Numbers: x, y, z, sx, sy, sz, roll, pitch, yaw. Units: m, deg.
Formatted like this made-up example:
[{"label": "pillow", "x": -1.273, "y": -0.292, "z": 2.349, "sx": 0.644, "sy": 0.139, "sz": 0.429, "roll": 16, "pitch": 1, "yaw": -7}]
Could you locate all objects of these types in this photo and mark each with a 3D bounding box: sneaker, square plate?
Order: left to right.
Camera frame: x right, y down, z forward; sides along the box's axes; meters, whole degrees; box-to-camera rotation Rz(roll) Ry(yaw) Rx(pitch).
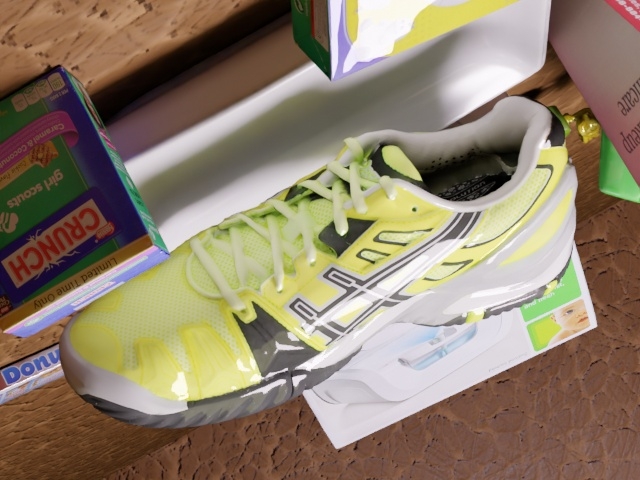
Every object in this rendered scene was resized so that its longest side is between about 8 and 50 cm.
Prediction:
[{"label": "square plate", "x": -0.008, "y": -0.085, "z": 0.951, "sx": 0.347, "sy": 0.049, "sz": 0.344, "roll": -29, "pitch": 171, "yaw": 3}, {"label": "sneaker", "x": 0.000, "y": 0.000, "z": 0.981, "sx": 0.384, "sy": 0.145, "sz": 0.147, "roll": -22, "pitch": 138, "yaw": -20}]

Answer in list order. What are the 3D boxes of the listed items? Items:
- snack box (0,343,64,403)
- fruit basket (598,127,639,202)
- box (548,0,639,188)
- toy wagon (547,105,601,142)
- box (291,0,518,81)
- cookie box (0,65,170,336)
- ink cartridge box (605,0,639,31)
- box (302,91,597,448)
[{"label": "snack box", "x": -0.264, "y": 0.122, "z": 1.364, "sx": 0.178, "sy": 0.022, "sz": 0.064, "roll": -24, "pitch": 170, "yaw": -26}, {"label": "fruit basket", "x": 0.405, "y": -0.183, "z": 1.218, "sx": 0.392, "sy": 0.283, "sz": 0.392, "roll": -53, "pitch": 153, "yaw": -43}, {"label": "box", "x": 0.261, "y": -0.120, "z": 0.977, "sx": 0.126, "sy": 0.232, "sz": 0.148, "roll": -28, "pitch": 170, "yaw": -10}, {"label": "toy wagon", "x": 0.109, "y": -0.049, "z": 1.407, "sx": 0.344, "sy": 0.068, "sz": 0.267, "roll": -30, "pitch": 170, "yaw": 6}, {"label": "box", "x": 0.070, "y": -0.157, "z": 0.709, "sx": 0.179, "sy": 0.043, "sz": 0.105, "roll": -27, "pitch": 143, "yaw": -19}, {"label": "cookie box", "x": -0.142, "y": -0.019, "z": 0.741, "sx": 0.091, "sy": 0.107, "sz": 0.040, "roll": -30, "pitch": 170, "yaw": 4}, {"label": "ink cartridge box", "x": 0.299, "y": -0.160, "z": 0.732, "sx": 0.273, "sy": 0.197, "sz": 0.114, "roll": -13, "pitch": -131, "yaw": 54}, {"label": "box", "x": 0.077, "y": 0.022, "z": 1.226, "sx": 0.262, "sy": 0.127, "sz": 0.231, "roll": -25, "pitch": 140, "yaw": 1}]
